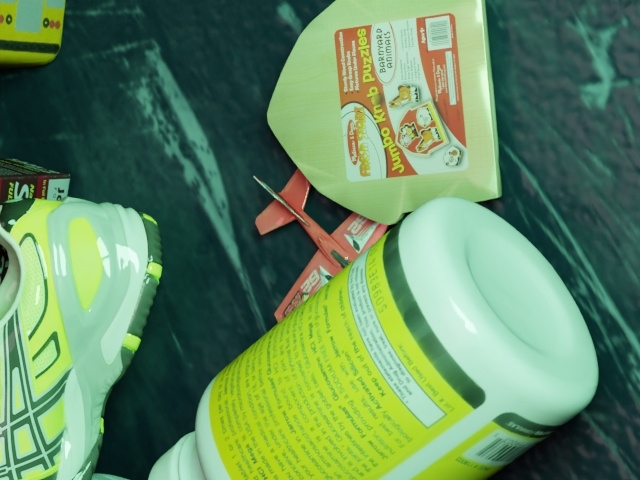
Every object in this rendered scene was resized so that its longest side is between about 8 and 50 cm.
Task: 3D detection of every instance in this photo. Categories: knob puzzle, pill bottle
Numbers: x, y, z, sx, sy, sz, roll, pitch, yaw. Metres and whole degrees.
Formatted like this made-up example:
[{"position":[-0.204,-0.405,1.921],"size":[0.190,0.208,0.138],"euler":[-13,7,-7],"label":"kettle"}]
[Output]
[{"position":[0.048,-0.108,1.345],"size":[0.213,0.030,0.213],"euler":[2,95,28],"label":"knob puzzle"},{"position":[0.028,0.133,1.285],"size":[0.334,0.188,0.188],"euler":[-40,74,26],"label":"pill bottle"}]

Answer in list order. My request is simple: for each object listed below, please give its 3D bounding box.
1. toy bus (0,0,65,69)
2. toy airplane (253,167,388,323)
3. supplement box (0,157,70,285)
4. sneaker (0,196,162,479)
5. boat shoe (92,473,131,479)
[{"position":[-0.395,-0.219,1.555],"size":[0.332,0.108,0.130],"euler":[11,99,29],"label":"toy bus"},{"position":[0.000,0.000,1.383],"size":[0.151,0.028,0.151],"euler":[-2,85,22],"label":"toy airplane"},{"position":[-0.320,0.001,1.451],"size":[0.073,0.239,0.130],"euler":[15,102,27],"label":"supplement box"},{"position":[-0.259,0.143,1.442],"size":[0.145,0.147,0.385],"euler":[13,85,70],"label":"sneaker"},{"position":[-0.125,0.277,1.447],"size":[0.226,0.083,0.076],"euler":[26,105,26],"label":"boat shoe"}]
